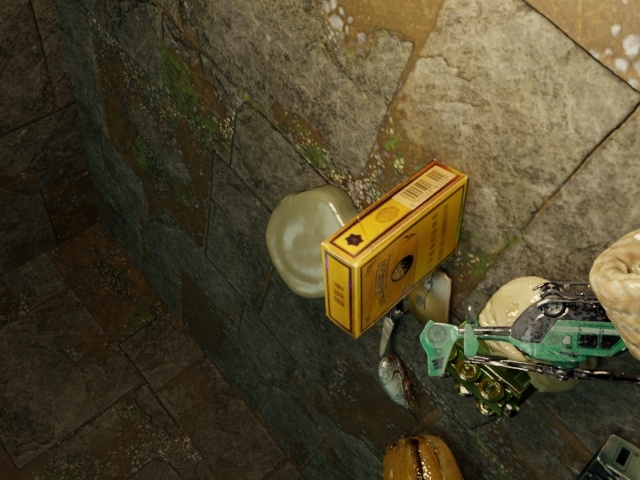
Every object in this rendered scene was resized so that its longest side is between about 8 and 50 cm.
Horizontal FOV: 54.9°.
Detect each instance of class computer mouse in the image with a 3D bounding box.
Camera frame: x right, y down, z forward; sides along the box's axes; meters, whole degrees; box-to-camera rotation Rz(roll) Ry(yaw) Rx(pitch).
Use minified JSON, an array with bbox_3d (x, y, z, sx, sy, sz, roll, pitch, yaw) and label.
[{"bbox_3d":[0.243,0.137,1.354,0.102,0.045,0.199,32,145,33],"label":"computer mouse"}]

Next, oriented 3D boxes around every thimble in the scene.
[{"bbox_3d":[0.467,0.054,0.756,0.229,0.196,0.148,-28,100,32],"label":"thimble"}]

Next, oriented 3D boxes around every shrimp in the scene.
[{"bbox_3d":[0.216,0.406,1.667,0.090,0.079,0.233,11,134,59],"label":"shrimp"}]

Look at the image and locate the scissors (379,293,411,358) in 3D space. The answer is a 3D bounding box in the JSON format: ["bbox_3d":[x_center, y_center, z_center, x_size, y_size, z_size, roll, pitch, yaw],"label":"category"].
[{"bbox_3d":[0.173,0.203,1.533,0.109,0.022,0.300,38,142,30],"label":"scissors"}]

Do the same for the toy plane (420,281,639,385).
[{"bbox_3d":[0.349,0.151,0.976,0.381,0.106,0.155,-1,101,15],"label":"toy plane"}]

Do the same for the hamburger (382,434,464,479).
[{"bbox_3d":[0.276,0.691,1.713,0.304,0.174,0.284,130,136,-57],"label":"hamburger"}]

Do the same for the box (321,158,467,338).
[{"bbox_3d":[0.136,0.012,1.106,0.084,0.301,0.193,33,145,33],"label":"box"}]

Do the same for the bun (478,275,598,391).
[{"bbox_3d":[0.380,0.179,1.105,0.210,0.116,0.237,5,123,55],"label":"bun"}]

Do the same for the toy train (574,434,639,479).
[{"bbox_3d":[0.548,0.525,1.251,0.086,0.089,0.409,31,146,25],"label":"toy train"}]

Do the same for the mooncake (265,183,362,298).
[{"bbox_3d":[0.000,0.000,1.441,0.275,0.135,0.275,13,115,30],"label":"mooncake"}]

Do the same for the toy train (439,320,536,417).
[{"bbox_3d":[0.329,0.254,1.252,0.225,0.137,0.090,40,156,34],"label":"toy train"}]
